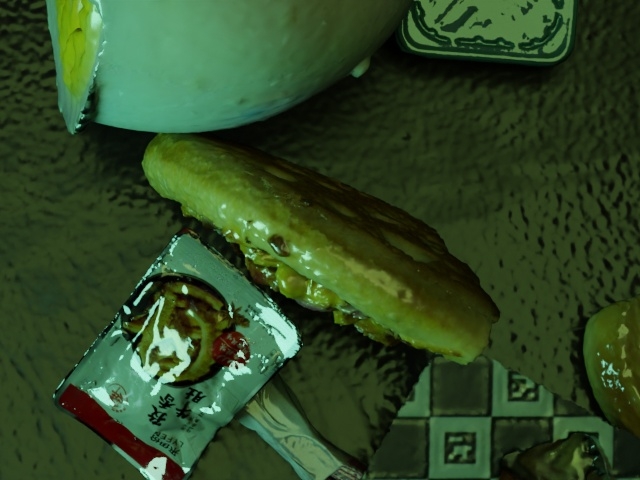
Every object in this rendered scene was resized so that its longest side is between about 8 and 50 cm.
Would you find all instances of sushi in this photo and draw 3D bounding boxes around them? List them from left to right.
[{"bbox_3d":[0.160,0.274,1.467,0.294,0.059,0.292,28,89,-8],"label":"sushi"}]

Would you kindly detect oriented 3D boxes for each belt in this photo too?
[{"bbox_3d":[-0.024,0.187,1.500,0.232,0.053,0.071,43,90,3],"label":"belt"}]

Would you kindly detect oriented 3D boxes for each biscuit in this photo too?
[{"bbox_3d":[0.403,0.123,1.501,0.274,0.091,0.213,-22,82,-7],"label":"biscuit"}]

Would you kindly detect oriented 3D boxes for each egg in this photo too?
[{"bbox_3d":[-0.068,-0.273,1.417,0.340,0.354,0.354,-4,83,-17],"label":"egg"}]

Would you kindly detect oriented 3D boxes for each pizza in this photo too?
[{"bbox_3d":[0.000,0.000,1.430,0.409,0.278,0.114,32,96,26],"label":"pizza"}]

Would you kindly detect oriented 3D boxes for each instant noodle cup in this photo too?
[{"bbox_3d":[0.162,-0.247,1.552,0.179,0.070,0.157,5,84,-2],"label":"instant noodle cup"}]

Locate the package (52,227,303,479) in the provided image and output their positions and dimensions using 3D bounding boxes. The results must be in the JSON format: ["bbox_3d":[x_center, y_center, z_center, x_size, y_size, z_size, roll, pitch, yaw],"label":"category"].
[{"bbox_3d":[-0.133,0.118,1.464,0.154,0.030,0.239,41,117,3],"label":"package"}]
